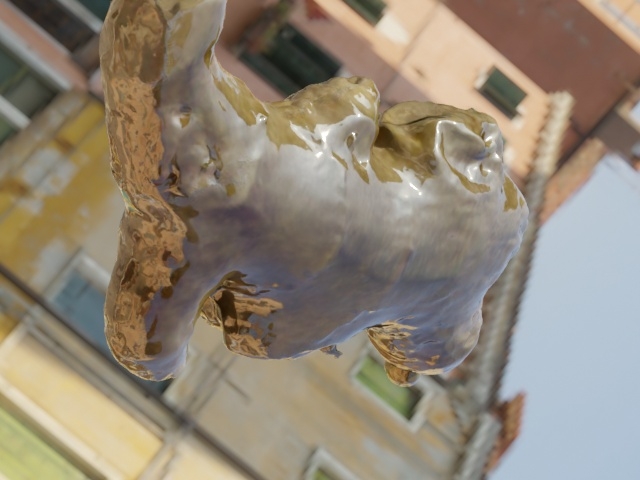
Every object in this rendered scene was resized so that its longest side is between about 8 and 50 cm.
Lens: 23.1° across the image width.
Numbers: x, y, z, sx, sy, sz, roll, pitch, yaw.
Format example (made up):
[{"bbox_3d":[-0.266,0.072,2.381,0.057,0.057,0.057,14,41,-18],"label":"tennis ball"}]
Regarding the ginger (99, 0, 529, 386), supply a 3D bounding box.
[{"bbox_3d":[0.001,0.000,0.677,0.333,0.080,0.166,19,103,-57],"label":"ginger"}]
